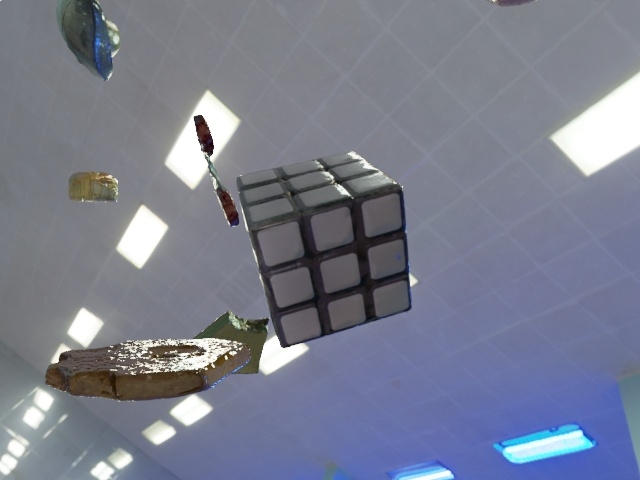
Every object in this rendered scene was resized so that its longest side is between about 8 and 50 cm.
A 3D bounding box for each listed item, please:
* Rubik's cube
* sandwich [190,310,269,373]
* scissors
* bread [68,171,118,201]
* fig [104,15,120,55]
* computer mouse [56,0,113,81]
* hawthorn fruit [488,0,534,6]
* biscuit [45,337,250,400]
[{"bbox_3d":[0.000,0.000,0.908,0.304,0.305,0.300,-16,-62,-10],"label":"Rubik's cube"},{"bbox_3d":[-0.272,0.274,1.098,0.245,0.063,0.211,4,-56,-21],"label":"sandwich"},{"bbox_3d":[-0.160,-0.102,0.602,0.017,0.248,0.144,-19,-75,-14],"label":"scissors"},{"bbox_3d":[-0.802,-0.188,1.441,0.237,0.140,0.105,7,-85,45],"label":"bread"},{"bbox_3d":[-0.564,-0.529,1.034,0.124,0.156,0.123,11,-35,8],"label":"fig"},{"bbox_3d":[-0.482,-0.407,0.824,0.113,0.068,0.229,50,-29,1],"label":"computer mouse"},{"bbox_3d":[0.249,-0.385,0.460,0.216,0.250,0.214,0,-90,32],"label":"hawthorn fruit"},{"bbox_3d":[-0.201,0.144,0.465,0.216,0.182,0.034,-2,-93,11],"label":"biscuit"}]
